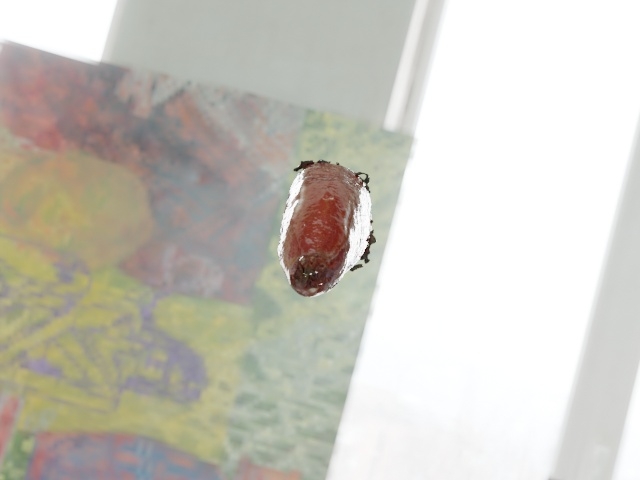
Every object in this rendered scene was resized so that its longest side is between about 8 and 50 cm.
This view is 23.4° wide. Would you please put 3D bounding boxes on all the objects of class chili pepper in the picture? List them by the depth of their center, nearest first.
[{"bbox_3d":[-0.002,0.004,1.012,0.064,0.088,0.169,-5,12,7],"label":"chili pepper"}]
